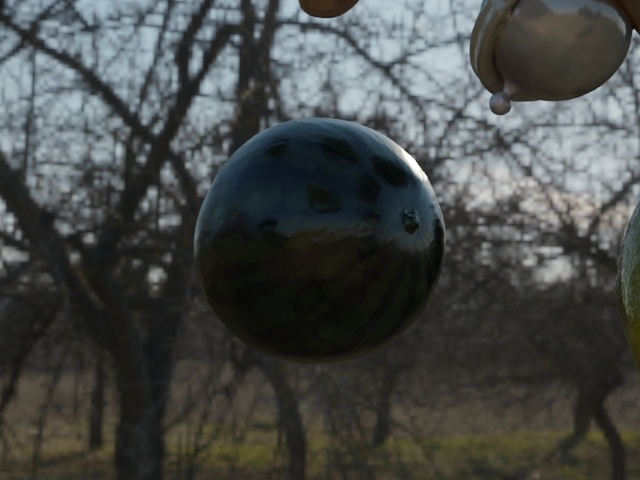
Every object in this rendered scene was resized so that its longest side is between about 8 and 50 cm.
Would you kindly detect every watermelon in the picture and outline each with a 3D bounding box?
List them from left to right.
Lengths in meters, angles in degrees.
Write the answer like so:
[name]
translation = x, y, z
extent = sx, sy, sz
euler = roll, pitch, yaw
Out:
[watermelon]
translation = 0.000, 0.000, 1.099
extent = 0.212, 0.212, 0.212
euler = 1, -5, 0

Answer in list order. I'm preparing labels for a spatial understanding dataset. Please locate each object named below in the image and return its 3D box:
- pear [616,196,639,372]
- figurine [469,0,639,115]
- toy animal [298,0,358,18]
[pear]
translation = 0.428, -0.003, 1.425
extent = 0.191, 0.386, 0.340
euler = 34, -39, 9
[figurine]
translation = 0.210, -0.203, 1.079
extent = 0.162, 0.237, 0.141
euler = 30, 18, -52
[toy animal]
translation = -0.020, -0.265, 0.770
extent = 0.229, 0.221, 0.210
euler = 7, -24, -29
